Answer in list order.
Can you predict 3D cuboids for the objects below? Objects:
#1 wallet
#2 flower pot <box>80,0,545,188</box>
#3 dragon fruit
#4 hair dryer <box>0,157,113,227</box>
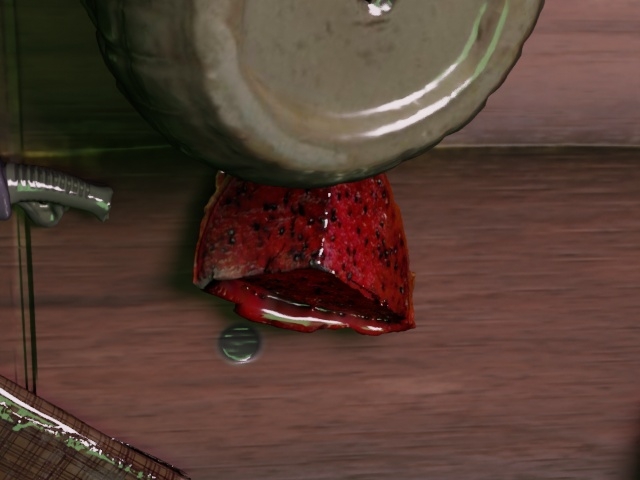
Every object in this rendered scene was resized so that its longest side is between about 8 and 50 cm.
[{"bbox_3d":[-0.228,0.186,0.960,0.230,0.042,0.124,33,101,-21],"label":"wallet"},{"bbox_3d":[-0.006,-0.191,0.717,0.301,0.213,0.302,-14,123,-22],"label":"flower pot"},{"bbox_3d":[-0.002,0.000,0.908,0.161,0.120,0.127,35,61,-46],"label":"dragon fruit"},{"bbox_3d":[-0.322,0.017,0.850,0.361,0.121,0.301,-12,123,-10],"label":"hair dryer"}]
